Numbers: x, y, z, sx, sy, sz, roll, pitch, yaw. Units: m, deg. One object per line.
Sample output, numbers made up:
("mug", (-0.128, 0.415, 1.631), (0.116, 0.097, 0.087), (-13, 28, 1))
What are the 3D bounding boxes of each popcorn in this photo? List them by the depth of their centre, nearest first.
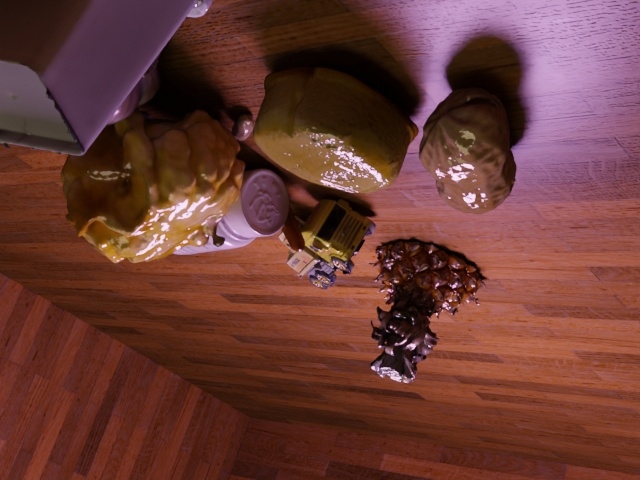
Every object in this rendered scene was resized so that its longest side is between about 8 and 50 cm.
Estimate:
("popcorn", (-0.324, -0.136, 1.980), (0.382, 0.348, 0.349), (60, 167, 17))

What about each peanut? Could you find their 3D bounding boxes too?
("peanut", (0.239, -0.132, 1.701), (0.149, 0.149, 0.313), (12, 164, 20))
("peanut", (-0.143, -0.210, 1.979), (0.037, 0.037, 0.083), (24, 154, -11))

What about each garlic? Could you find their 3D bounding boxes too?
("garlic", (-0.372, -0.267, 1.780), (0.191, 0.214, 0.160), (-12, 120, 44))

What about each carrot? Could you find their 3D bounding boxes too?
("carrot", (-0.065, -0.030, 2.174), (0.043, 0.043, 0.248), (29, -166, -23))

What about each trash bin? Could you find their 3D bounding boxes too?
("trash bin", (-0.310, -0.306, 1.399), (0.295, 0.368, 0.256), (12, 149, 20))

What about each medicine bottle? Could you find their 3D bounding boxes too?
("medicine bottle", (-0.211, -0.063, 2.204), (0.292, 0.170, 0.170), (-6, 147, 42))

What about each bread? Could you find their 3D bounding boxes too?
("bread", (0.021, -0.183, 1.749), (0.269, 0.148, 0.270), (19, 163, 6))

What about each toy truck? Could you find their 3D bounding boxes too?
("toy truck", (0.000, 0.000, 2.256), (0.157, 0.124, 0.272), (32, 161, -5))

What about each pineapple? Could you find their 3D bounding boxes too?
("pineapple", (0.199, 0.173, 2.287), (0.262, 0.272, 0.262), (18, 159, 7))

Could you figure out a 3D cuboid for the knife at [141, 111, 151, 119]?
("knife", (-0.447, -0.259, 2.153), (0.245, 0.019, 0.072), (10, 153, 17))
